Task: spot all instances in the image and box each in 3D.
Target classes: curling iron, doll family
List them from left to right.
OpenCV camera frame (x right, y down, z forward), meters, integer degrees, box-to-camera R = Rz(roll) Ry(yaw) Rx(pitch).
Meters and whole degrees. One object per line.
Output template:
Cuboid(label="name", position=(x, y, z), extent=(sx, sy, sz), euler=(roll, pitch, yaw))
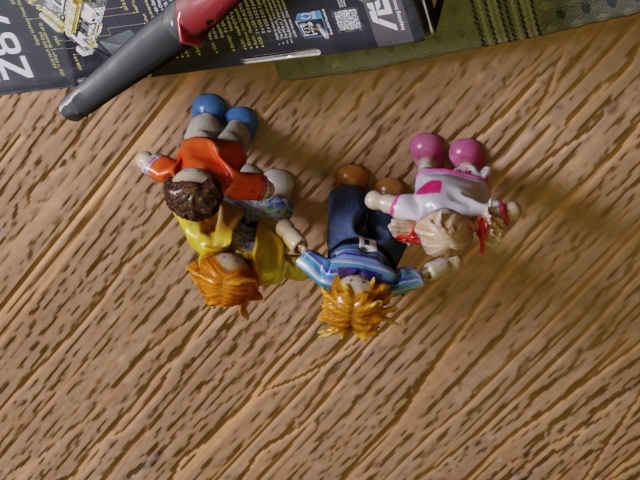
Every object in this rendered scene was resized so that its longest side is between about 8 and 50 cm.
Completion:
Cuboid(label="curling iron", position=(-0.065, -0.129, 1.138), extent=(0.274, 0.035, 0.068), euler=(-25, 121, 33))
Cuboid(label="doll family", position=(0.000, 0.000, 1.279), extent=(0.263, 0.163, 0.118), euler=(8, 120, 3))

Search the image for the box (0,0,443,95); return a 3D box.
Cuboid(label="box", position=(-0.123, -0.280, 1.109), extent=(0.318, 0.097, 0.395), euler=(-7, 128, 19))

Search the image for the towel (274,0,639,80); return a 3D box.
Cuboid(label="towel", position=(0.068, -0.265, 1.174), extent=(0.324, 0.056, 0.312), euler=(-9, 120, 22))
